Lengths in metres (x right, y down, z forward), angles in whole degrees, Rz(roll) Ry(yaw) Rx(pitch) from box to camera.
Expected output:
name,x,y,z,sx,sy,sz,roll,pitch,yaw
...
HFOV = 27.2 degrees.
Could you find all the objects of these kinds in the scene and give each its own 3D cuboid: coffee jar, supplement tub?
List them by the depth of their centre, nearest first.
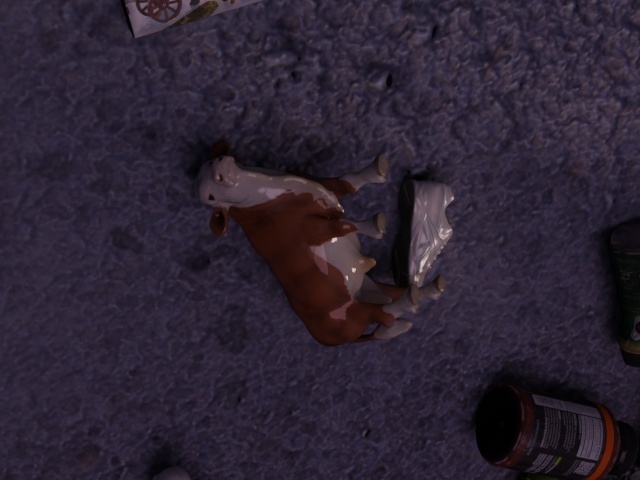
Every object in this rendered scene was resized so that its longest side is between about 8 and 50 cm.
name,x,y,z,sx,sy,sz,roll,pitch,yaw
coffee jar,0.404,0.070,1.601,0.096,0.079,0.184,-1,123,18
supplement tub,0.299,0.245,1.652,0.197,0.106,0.106,15,111,-26

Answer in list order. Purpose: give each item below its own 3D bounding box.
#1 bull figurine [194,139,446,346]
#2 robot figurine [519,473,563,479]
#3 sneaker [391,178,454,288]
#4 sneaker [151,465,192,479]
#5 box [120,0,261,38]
name,x,y,z,sx,sy,sz,roll,pitch,yaw
bull figurine,0.000,0.000,1.397,0.188,0.101,0.310,-6,137,28
robot figurine,0.310,0.337,1.712,0.115,0.101,0.067,33,80,-1
sneaker,0.118,0.003,1.488,0.061,0.054,0.152,-4,118,-21
sneaker,-0.128,0.339,1.571,0.115,0.090,0.232,-25,132,-13
box,-0.090,-0.302,1.254,0.233,0.044,0.159,-19,122,-9
